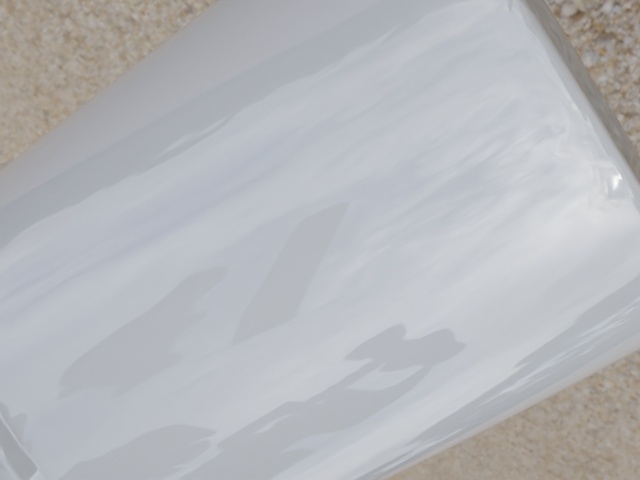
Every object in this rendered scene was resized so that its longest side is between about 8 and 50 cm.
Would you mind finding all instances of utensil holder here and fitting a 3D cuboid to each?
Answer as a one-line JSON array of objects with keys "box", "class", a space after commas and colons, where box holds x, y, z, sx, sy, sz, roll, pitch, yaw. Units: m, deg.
[{"box": [0.000, 0.000, 0.567, 0.385, 0.328, 0.327, -31, 120, 21], "class": "utensil holder"}]
